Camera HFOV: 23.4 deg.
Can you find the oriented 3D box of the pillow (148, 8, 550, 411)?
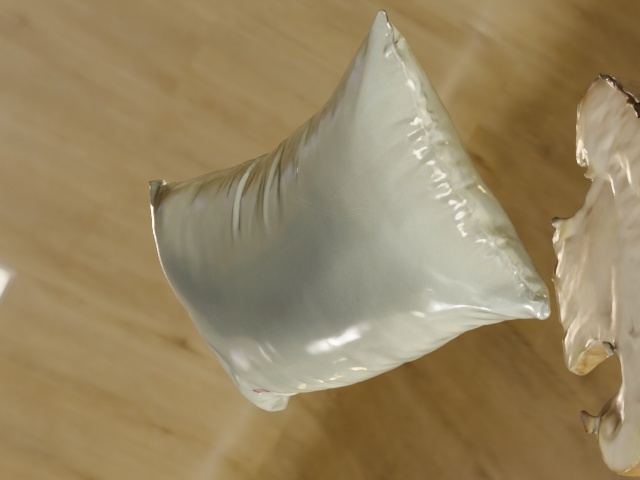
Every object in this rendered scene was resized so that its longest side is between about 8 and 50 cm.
[{"bbox_3d":[0.000,-0.001,0.737,0.254,0.078,0.144,-28,-97,58],"label":"pillow"}]

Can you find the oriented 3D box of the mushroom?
[{"bbox_3d":[0.246,0.023,1.013,0.156,0.151,0.286,125,-29,-55],"label":"mushroom"}]
